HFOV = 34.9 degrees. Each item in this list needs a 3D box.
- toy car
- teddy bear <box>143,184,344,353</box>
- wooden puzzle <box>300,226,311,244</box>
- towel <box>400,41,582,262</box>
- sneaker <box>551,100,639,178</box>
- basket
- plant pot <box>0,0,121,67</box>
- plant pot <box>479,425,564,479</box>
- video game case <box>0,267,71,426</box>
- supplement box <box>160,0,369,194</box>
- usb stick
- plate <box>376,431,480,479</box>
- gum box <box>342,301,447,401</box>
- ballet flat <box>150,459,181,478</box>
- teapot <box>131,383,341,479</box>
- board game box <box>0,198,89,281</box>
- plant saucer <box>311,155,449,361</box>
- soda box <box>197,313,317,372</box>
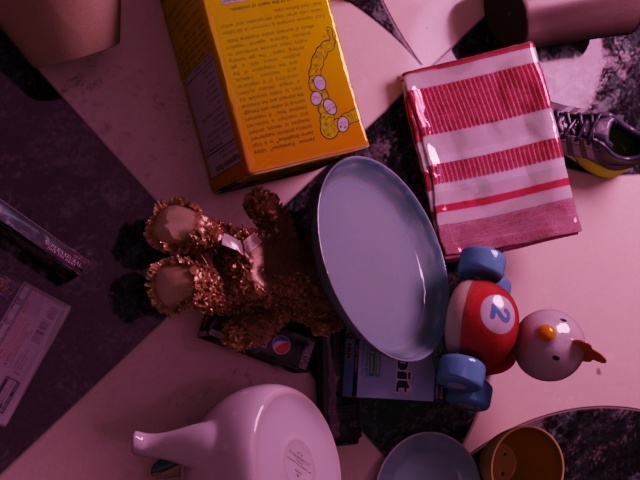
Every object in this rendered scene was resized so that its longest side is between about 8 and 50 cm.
[{"bbox_3d":[0.321,0.149,1.569,0.238,0.210,0.219,7,67,18],"label":"toy car"},{"bbox_3d":[-0.105,0.044,1.463,0.338,0.113,0.245,-9,71,-40],"label":"teddy bear"},{"bbox_3d":[0.000,0.000,1.611,0.049,0.006,0.083,35,73,-14],"label":"wooden puzzle"},{"bbox_3d":[0.278,-0.144,1.674,0.237,0.037,0.329,-13,88,1],"label":"towel"},{"bbox_3d":[0.436,-0.193,1.740,0.300,0.121,0.111,13,79,-17],"label":"sneaker"},{"bbox_3d":[0.410,-0.417,1.747,0.227,0.154,0.204,-23,90,-18],"label":"basket"},{"bbox_3d":[-0.381,-0.387,1.402,0.256,0.256,0.274,-23,110,-22],"label":"plant pot"},{"bbox_3d":[0.310,0.363,1.642,0.134,0.095,0.134,2,84,-20],"label":"plant pot"},{"bbox_3d":[-0.467,0.134,1.407,0.173,0.022,0.190,31,75,-16],"label":"video game case"},{"bbox_3d":[-0.093,-0.271,1.506,0.195,0.194,0.356,-15,90,-22],"label":"supplement box"},{"bbox_3d":[0.027,0.177,1.582,0.077,0.045,0.278,2,83,-28],"label":"usb stick"},{"bbox_3d":[0.169,0.400,1.623,0.188,0.024,0.188,3,82,-21],"label":"plate"},{"bbox_3d":[0.121,0.171,1.596,0.184,0.041,0.157,9,80,-35],"label":"gum box"},{"bbox_3d":[-0.167,0.309,1.487,0.168,0.057,0.052,-33,106,-21],"label":"ballet flat"},{"bbox_3d":[-0.100,0.326,1.404,0.252,0.187,0.256,-28,98,-60],"label":"teapot"},{"bbox_3d":[-0.406,-0.010,1.390,0.186,0.126,0.026,37,72,-14],"label":"board game box"},{"bbox_3d":[0.085,0.030,1.515,0.318,0.044,0.317,27,53,-42],"label":"plant saucer"},{"bbox_3d":[-0.095,0.148,1.529,0.169,0.060,0.053,23,75,-16],"label":"soda box"}]
